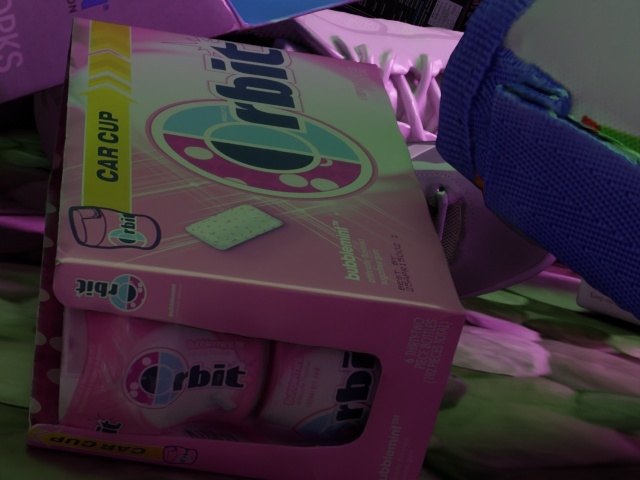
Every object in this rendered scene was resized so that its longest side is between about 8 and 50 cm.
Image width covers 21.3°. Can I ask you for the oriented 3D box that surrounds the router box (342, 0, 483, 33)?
[{"bbox_3d":[0.054,-0.137,0.937,0.092,0.038,0.122,26,15,16],"label":"router box"}]

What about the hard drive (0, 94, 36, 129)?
[{"bbox_3d":[-0.260,-0.121,0.989,0.237,0.064,0.339,15,10,15],"label":"hard drive"}]

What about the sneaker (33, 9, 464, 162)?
[{"bbox_3d":[0.019,-0.055,0.766,0.292,0.110,0.118,3,-8,-10],"label":"sneaker"}]

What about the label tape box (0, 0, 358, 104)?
[{"bbox_3d":[-0.180,-0.120,0.655,0.333,0.106,0.240,-22,28,-29],"label":"label tape box"}]

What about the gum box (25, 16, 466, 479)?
[{"bbox_3d":[-0.028,0.000,0.514,0.107,0.062,0.188,8,26,-11],"label":"gum box"}]

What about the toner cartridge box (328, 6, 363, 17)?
[{"bbox_3d":[0.000,-0.115,1.010,0.347,0.075,0.165,21,15,-7],"label":"toner cartridge box"}]

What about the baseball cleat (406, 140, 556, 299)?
[{"bbox_3d":[0.000,0.000,0.665,0.206,0.072,0.109,4,21,-2],"label":"baseball cleat"}]

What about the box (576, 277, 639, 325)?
[{"bbox_3d":[0.188,0.000,0.766,0.101,0.087,0.102,19,13,32],"label":"box"}]

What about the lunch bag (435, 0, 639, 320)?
[{"bbox_3d":[0.271,-0.030,0.466,0.385,0.239,0.328,-26,43,-26],"label":"lunch bag"}]

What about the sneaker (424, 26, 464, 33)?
[{"bbox_3d":[0.009,-0.061,0.880,0.275,0.107,0.110,12,-2,-7],"label":"sneaker"}]
